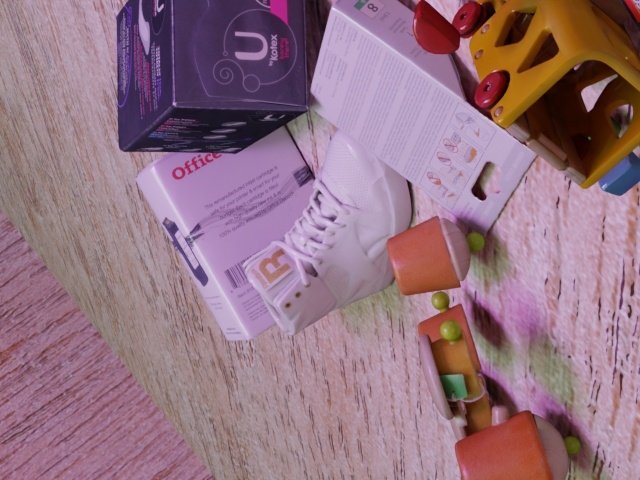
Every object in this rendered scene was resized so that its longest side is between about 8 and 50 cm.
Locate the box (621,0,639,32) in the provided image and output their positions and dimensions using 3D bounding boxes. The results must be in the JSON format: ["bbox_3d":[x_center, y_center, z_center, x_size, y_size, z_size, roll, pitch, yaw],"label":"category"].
[{"bbox_3d":[0.189,-0.242,0.824,0.207,0.036,0.114,58,160,0],"label":"box"}]

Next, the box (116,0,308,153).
[{"bbox_3d":[-0.120,-0.191,1.387,0.270,0.143,0.165,165,104,-70],"label":"box"}]

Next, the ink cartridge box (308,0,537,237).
[{"bbox_3d":[0.097,-0.121,1.224,0.225,0.056,0.181,35,156,7],"label":"ink cartridge box"}]

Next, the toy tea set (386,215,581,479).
[{"bbox_3d":[0.172,0.125,1.328,0.200,0.124,0.336,-100,-10,-52],"label":"toy tea set"}]

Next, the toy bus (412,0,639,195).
[{"bbox_3d":[0.169,-0.135,0.923,0.104,0.191,0.202,-43,76,25],"label":"toy bus"}]

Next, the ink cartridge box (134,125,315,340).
[{"bbox_3d":[-0.088,-0.022,1.585,0.237,0.172,0.100,61,160,-6],"label":"ink cartridge box"}]

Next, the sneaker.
[{"bbox_3d":[0.000,0.000,1.423,0.108,0.169,0.292,49,157,30],"label":"sneaker"}]
